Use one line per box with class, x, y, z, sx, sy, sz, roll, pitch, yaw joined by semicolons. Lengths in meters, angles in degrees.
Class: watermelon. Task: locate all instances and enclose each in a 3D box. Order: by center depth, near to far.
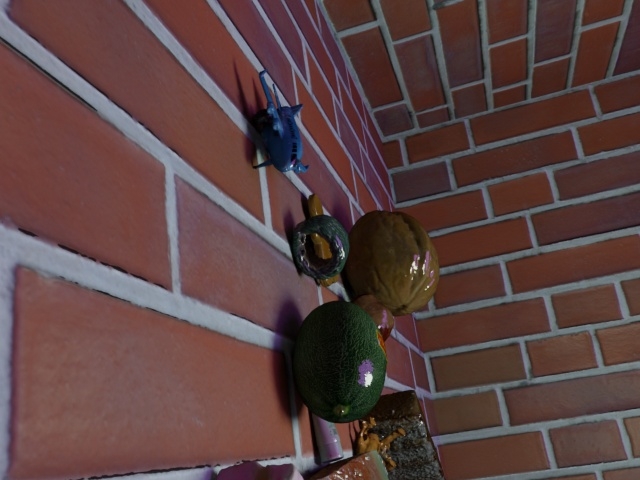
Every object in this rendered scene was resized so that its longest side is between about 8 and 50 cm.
watermelon;0.037;0.492;1.110;0.257;0.140;0.192;38;32;-57

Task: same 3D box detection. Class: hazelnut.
hazelnut;0.127;0.226;1.654;0.143;0.143;0.154;60;6;-51

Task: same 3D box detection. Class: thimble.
thimble;0.002;0.015;1.360;0.090;0.118;0.135;-64;139;-70

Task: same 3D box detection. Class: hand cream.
hand cream;0.003;0.356;1.222;0.076;0.047;0.174;49;23;-62

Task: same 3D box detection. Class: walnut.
walnut;0.211;0.060;1.830;0.333;0.333;0.332;-13;90;-76

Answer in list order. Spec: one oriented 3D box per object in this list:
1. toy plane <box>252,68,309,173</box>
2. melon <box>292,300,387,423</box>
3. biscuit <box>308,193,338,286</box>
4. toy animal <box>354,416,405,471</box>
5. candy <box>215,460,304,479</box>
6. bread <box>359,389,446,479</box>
toy plane;-0.083;-0.221;1.276;0.271;0.105;0.254;-85;157;-49
melon;0.036;0.234;1.155;0.287;0.182;0.182;-83;156;-58
biscuit;-0.002;0.000;1.538;0.158;0.035;0.240;18;60;-77
toy animal;0.118;0.517;1.450;0.116;0.114;0.255;-62;169;15
candy;-0.048;0.422;0.781;0.155;0.116;0.265;-85;157;-55
bread;0.242;0.598;1.681;0.113;0.165;0.416;-84;156;-57
